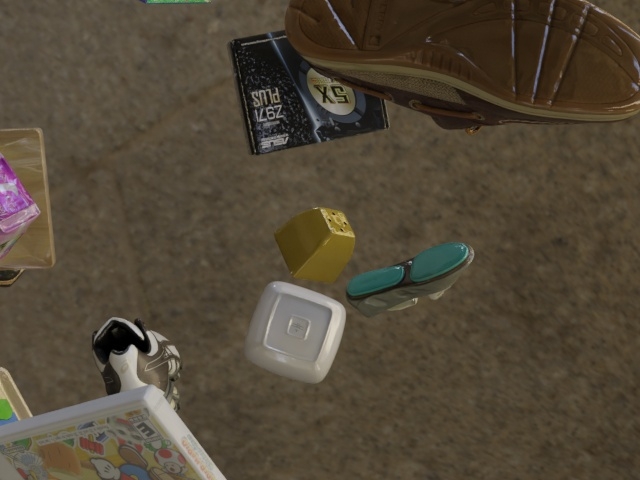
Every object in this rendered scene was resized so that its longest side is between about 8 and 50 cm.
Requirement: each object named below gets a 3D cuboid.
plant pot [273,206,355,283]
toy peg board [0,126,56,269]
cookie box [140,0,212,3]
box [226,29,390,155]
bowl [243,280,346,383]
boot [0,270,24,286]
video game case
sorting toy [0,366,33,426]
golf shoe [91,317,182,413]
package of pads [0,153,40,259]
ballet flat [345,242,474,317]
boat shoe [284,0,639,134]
[{"bbox_3d":[0.000,0.000,1.552,0.083,0.081,0.081,-46,52,30],"label":"plant pot"},{"bbox_3d":[-0.386,-0.052,1.290,0.161,0.079,0.161,-2,104,1],"label":"toy peg board"},{"bbox_3d":[-0.225,-0.374,1.636,0.092,0.107,0.040,33,125,49],"label":"cookie box"},{"bbox_3d":[-0.017,-0.196,1.416,0.180,0.077,0.147,-11,98,-7],"label":"box"},{"bbox_3d":[-0.036,0.137,1.708,0.142,0.053,0.142,20,75,-3],"label":"bowl"},{"bbox_3d":[-0.521,-0.020,1.622,0.198,0.137,0.077,32,60,2],"label":"boot"},{"bbox_3d":[-0.177,0.233,1.006,0.227,0.206,0.026,-19,25,33],"label":"video game case"},{"bbox_3d":[-0.412,0.287,1.424,0.038,0.193,0.208,-16,19,21],"label":"sorting toy"},{"bbox_3d":[-0.174,0.104,1.055,0.077,0.094,0.198,-20,19,-10],"label":"golf shoe"},{"bbox_3d":[-0.203,-0.017,0.676,0.050,0.032,0.083,55,146,0],"label":"package of pads"},{"bbox_3d":[0.135,0.059,1.577,0.213,0.068,0.072,-19,37,32],"label":"ballet flat"},{"bbox_3d":[0.138,-0.166,1.058,0.342,0.123,0.123,10,72,12],"label":"boat shoe"}]
